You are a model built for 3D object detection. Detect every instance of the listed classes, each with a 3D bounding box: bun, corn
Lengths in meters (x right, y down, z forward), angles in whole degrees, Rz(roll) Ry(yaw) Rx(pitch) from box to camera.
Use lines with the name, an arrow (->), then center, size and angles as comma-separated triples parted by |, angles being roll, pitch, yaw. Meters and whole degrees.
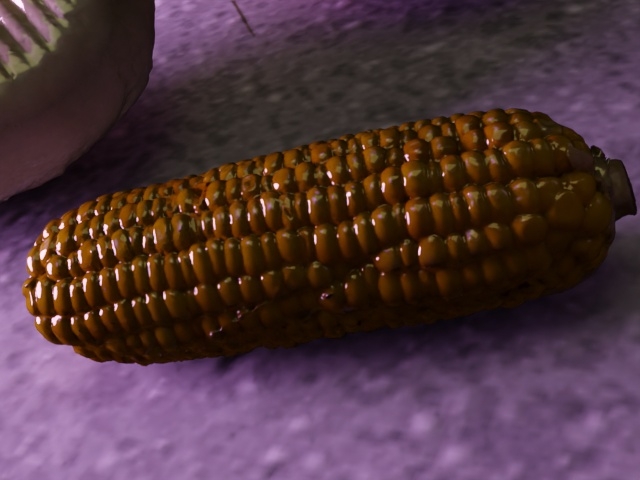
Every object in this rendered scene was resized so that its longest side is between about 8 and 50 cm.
bun -> -0.183, -0.084, 0.498 | 0.222, 0.127, 0.222 | -1, 65, 3
corn -> 0.000, 0.000, 0.348 | 0.207, 0.068, 0.068 | -9, 36, 9
